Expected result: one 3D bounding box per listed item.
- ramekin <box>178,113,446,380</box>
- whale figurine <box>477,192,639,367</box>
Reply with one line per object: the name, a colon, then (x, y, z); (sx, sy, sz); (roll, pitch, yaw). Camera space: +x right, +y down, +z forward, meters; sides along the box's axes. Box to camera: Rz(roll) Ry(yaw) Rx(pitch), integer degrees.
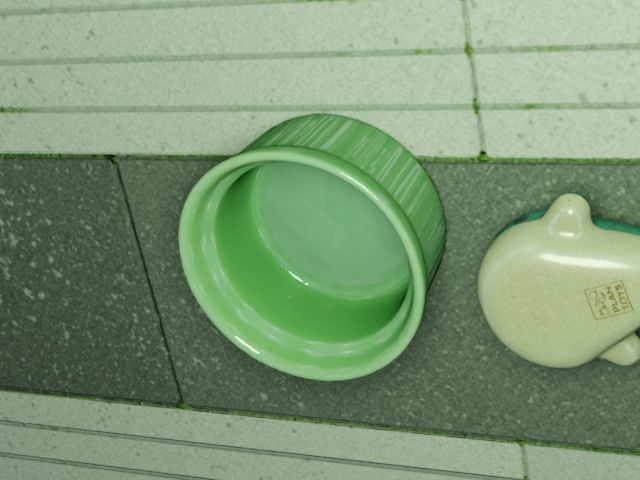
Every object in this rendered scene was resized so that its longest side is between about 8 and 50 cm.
ramekin: (0.000, 0.000, 1.541); (0.303, 0.148, 0.303); (12, 124, 19)
whale figurine: (0.308, 0.032, 1.425); (0.272, 0.141, 0.216); (-17, 111, 27)
